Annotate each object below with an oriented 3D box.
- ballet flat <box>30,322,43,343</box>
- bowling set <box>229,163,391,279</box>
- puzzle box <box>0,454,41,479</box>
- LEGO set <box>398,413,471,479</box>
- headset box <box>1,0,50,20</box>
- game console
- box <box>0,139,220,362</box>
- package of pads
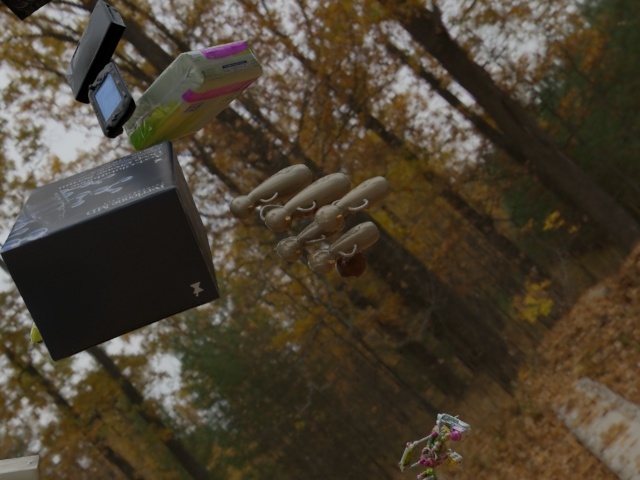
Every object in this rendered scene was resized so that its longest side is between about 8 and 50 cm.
[{"bbox_3d":[-0.547,0.145,1.706,0.231,0.077,0.077,-25,31,28],"label":"ballet flat"},{"bbox_3d":[0.000,0.000,1.277,0.154,0.200,0.287,-31,22,-25],"label":"bowling set"},{"bbox_3d":[-0.517,0.406,0.910,0.408,0.272,0.052,-4,6,-16],"label":"puzzle box"},{"bbox_3d":[0.235,0.501,1.700,0.107,0.132,0.287,-12,-72,-39],"label":"LEGO set"},{"bbox_3d":[-0.508,-0.515,1.237,0.131,0.246,0.283,-32,-34,6],"label":"headset box"},{"bbox_3d":[-0.479,-0.369,1.806,0.044,0.361,0.213,12,-57,-39],"label":"game console"},{"bbox_3d":[-0.363,-0.001,1.454,0.293,0.212,0.395,-21,21,-5],"label":"box"},{"bbox_3d":[-0.295,-0.338,1.876,0.296,0.101,0.229,-33,-1,39],"label":"package of pads"}]
